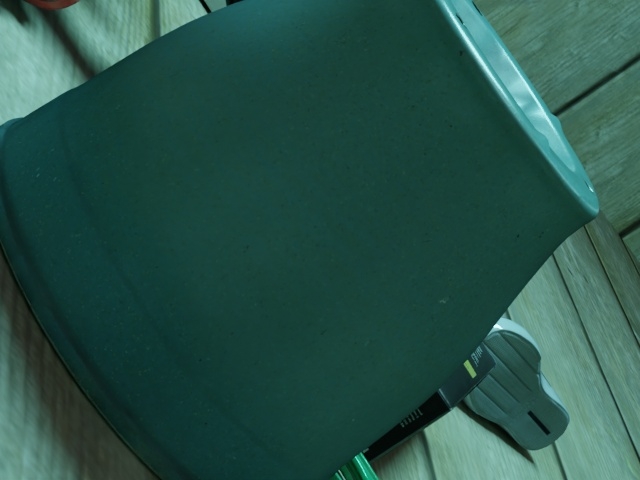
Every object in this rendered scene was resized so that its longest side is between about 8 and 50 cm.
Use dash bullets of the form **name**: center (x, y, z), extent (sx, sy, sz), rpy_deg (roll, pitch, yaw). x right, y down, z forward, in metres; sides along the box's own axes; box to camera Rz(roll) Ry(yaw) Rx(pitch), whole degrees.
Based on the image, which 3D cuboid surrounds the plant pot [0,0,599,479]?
- **plant pot**: center (0.000, -0.023, 1.028), extent (0.271, 0.255, 0.271), rpy_deg (51, 13, -16)

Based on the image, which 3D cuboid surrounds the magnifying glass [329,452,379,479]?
- **magnifying glass**: center (0.045, 0.190, 1.191), extent (0.231, 0.026, 0.092), rpy_deg (51, 10, -13)

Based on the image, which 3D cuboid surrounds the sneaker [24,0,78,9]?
- **sneaker**: center (-0.177, -0.183, 1.141), extent (0.145, 0.090, 0.270), rpy_deg (92, 12, -45)

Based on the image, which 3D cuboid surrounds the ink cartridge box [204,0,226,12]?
- **ink cartridge box**: center (-0.045, -0.291, 1.848), extent (0.226, 0.131, 0.306), rpy_deg (56, 14, 2)

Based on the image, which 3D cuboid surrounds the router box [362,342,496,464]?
- **router box**: center (0.000, 0.000, 1.373), extent (0.309, 0.081, 0.243), rpy_deg (57, 13, 5)

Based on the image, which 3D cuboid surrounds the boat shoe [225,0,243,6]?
- **boat shoe**: center (0.008, -0.071, 1.254), extent (0.099, 0.116, 0.319), rpy_deg (0, 51, -20)

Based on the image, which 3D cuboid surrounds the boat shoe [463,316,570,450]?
- **boat shoe**: center (0.159, 0.121, 1.709), extent (0.076, 0.083, 0.226), rpy_deg (50, -5, 36)
